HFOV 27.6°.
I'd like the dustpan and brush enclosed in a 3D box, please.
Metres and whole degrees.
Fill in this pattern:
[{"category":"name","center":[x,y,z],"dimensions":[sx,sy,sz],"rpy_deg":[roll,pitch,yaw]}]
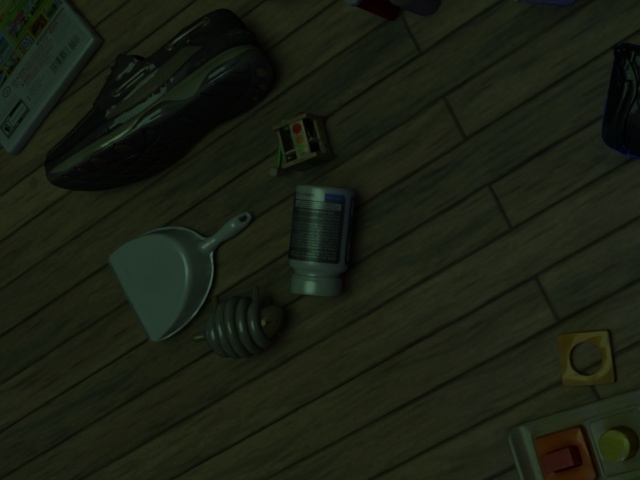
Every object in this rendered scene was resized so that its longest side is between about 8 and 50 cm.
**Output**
[{"category":"dustpan and brush","center":[-0.177,0.024,1.757],"dimensions":[0.211,0.060,0.147],"rpy_deg":[-39,73,30]}]

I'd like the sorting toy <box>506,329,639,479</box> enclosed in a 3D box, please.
[{"category":"sorting toy","center":[0.319,0.273,1.474],"dimensions":[0.196,0.047,0.347],"rpy_deg":[-22,78,27]}]

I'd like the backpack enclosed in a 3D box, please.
[{"category":"backpack","center":[0.368,-0.148,1.426],"dimensions":[0.098,0.101,0.120],"rpy_deg":[17,101,30]}]

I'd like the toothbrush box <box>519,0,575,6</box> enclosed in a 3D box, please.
[{"category":"toothbrush box","center":[0.260,-0.438,1.461],"dimensions":[0.206,0.122,0.283],"rpy_deg":[-35,71,37]}]

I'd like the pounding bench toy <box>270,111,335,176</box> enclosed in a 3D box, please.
[{"category":"pounding bench toy","center":[-0.035,-0.124,1.675],"dimensions":[0.083,0.052,0.065],"rpy_deg":[-20,79,27]}]

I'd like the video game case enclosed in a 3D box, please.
[{"category":"video game case","center":[-0.446,-0.279,1.922],"dimensions":[0.227,0.026,0.206],"rpy_deg":[-49,68,20]}]

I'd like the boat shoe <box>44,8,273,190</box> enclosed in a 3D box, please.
[{"category":"boat shoe","center":[-0.225,-0.186,1.754],"dimensions":[0.355,0.132,0.130],"rpy_deg":[-28,66,17]}]

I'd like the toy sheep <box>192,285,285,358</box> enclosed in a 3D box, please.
[{"category":"toy sheep","center":[-0.106,0.112,1.693],"dimensions":[0.132,0.091,0.091],"rpy_deg":[-17,81,22]}]

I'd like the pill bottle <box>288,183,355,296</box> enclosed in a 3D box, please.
[{"category":"pill bottle","center":[0.000,0.000,1.639],"dimensions":[0.078,0.078,0.137],"rpy_deg":[7,92,29]}]

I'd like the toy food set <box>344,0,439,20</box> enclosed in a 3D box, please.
[{"category":"toy food set","center":[0.065,-0.338,1.594],"dimensions":[0.232,0.104,0.111],"rpy_deg":[31,103,26]}]
